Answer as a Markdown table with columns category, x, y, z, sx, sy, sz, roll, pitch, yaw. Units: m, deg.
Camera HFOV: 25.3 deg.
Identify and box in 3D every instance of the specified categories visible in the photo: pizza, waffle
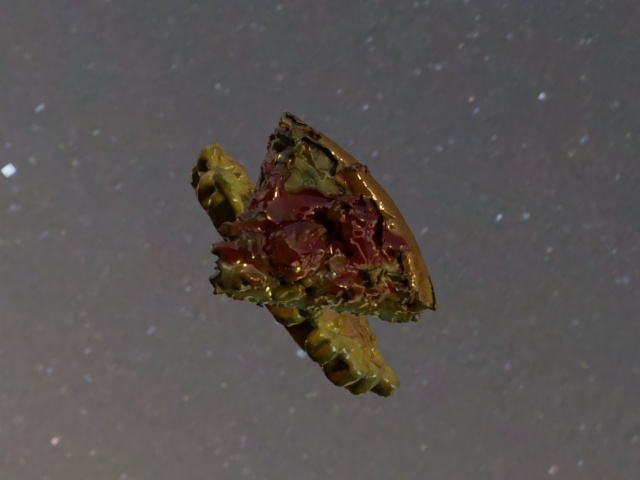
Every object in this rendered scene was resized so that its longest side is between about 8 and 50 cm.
| category | x | y | z | sx | sy | sz | roll | pitch | yaw |
| --- | --- | --- | --- | --- | --- | --- | --- | --- | --- |
| pizza | 0.000 | 0.000 | 1.086 | 0.201 | 0.193 | 0.053 | 49 | -45 | 3 |
| waffle | -0.029 | 0.036 | 1.423 | 0.065 | 0.283 | 0.309 | -34 | -85 | 5 |
